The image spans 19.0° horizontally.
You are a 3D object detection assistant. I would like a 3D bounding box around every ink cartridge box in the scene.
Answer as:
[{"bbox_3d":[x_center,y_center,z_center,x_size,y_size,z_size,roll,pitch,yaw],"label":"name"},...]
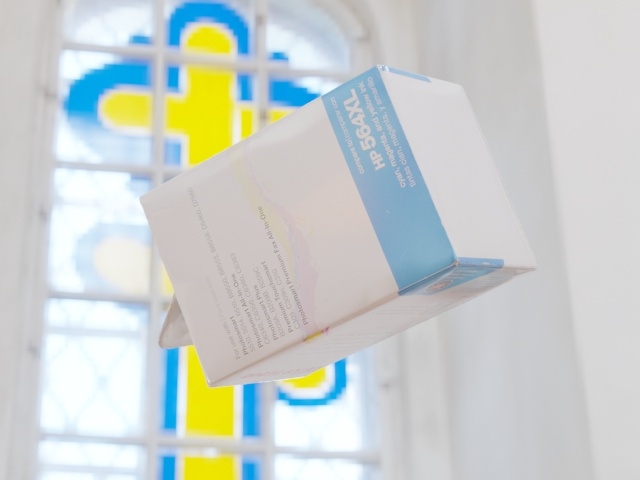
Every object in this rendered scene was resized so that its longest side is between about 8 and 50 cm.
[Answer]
[{"bbox_3d":[0.000,0.000,0.810,0.143,0.090,0.092,-26,-13,23],"label":"ink cartridge box"}]
